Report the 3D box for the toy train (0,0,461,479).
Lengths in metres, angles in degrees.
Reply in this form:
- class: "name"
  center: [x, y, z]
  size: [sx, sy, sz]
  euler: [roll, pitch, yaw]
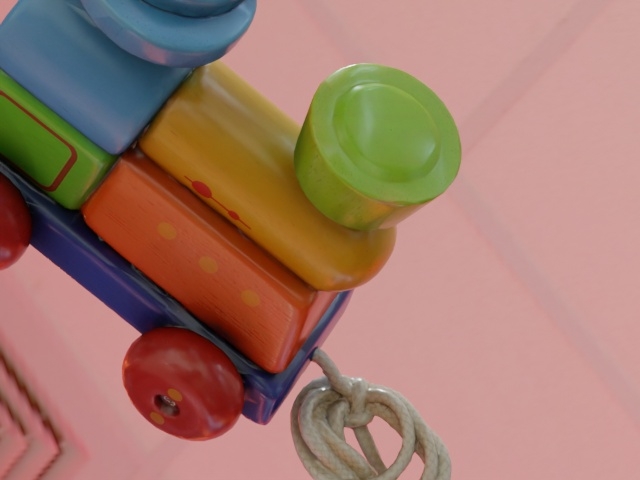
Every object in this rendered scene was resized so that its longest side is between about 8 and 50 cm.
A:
- class: "toy train"
  center: [0.000, 0.000, 0.543]
  size: [0.248, 0.105, 0.143]
  euler: [39, -38, -4]
